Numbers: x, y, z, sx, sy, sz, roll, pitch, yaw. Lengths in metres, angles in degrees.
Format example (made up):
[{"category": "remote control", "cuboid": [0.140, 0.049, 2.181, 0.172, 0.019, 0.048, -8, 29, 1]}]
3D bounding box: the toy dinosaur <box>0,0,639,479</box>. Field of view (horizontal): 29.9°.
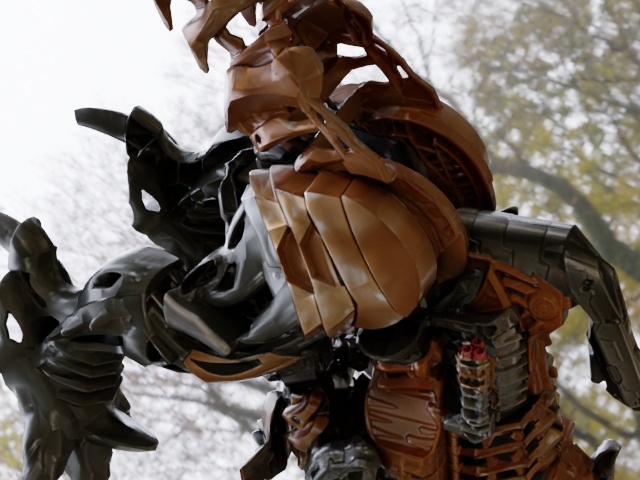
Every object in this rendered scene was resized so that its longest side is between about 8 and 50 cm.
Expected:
[{"category": "toy dinosaur", "cuboid": [0.000, 0.000, 0.444, 0.164, 0.218, 0.322, -24, -80, -52]}]
